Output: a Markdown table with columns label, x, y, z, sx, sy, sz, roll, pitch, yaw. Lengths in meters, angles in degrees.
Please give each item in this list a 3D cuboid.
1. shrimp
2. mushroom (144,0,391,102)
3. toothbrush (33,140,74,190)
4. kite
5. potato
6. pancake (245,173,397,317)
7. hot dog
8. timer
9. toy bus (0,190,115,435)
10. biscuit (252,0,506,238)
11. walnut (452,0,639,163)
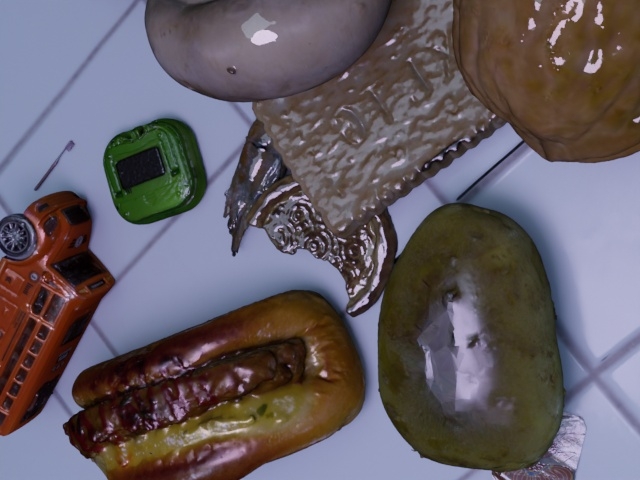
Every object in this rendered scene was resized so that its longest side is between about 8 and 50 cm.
| label | x | y | z | sx | sy | sz | roll | pitch | yaw |
| --- | --- | --- | --- | --- | --- | --- | --- | --- | --- |
| shrimp | -0.052 | -0.074 | 1.328 | 0.126 | 0.047 | 0.223 | 27 | 104 | 9 |
| mushroom | -0.075 | -0.309 | 1.137 | 0.292 | 0.292 | 0.290 | -7 | 133 | 24 |
| toothbrush | -0.377 | -0.104 | 1.484 | 0.008 | 0.006 | 0.097 | 46 | 111 | 9 |
| kite | 0.245 | 0.305 | 1.250 | 0.127 | 0.016 | 0.229 | 6 | 94 | 26 |
| potato | 0.167 | 0.111 | 1.178 | 0.210 | 0.173 | 0.307 | -1 | 93 | 26 |
| pancake | 0.000 | 0.000 | 1.297 | 0.190 | 0.020 | 0.184 | 6 | 97 | 6 |
| hot dog | -0.157 | 0.205 | 1.303 | 0.405 | 0.223 | 0.185 | -22 | 89 | 24 |
| timer | -0.224 | -0.091 | 1.396 | 0.140 | 0.047 | 0.128 | -17 | 88 | 24 |
| toy bus | -0.394 | 0.097 | 1.443 | 0.153 | 0.143 | 0.329 | 32 | 106 | 7 |
| biscuit | 0.093 | -0.171 | 1.233 | 0.325 | 0.044 | 0.217 | -36 | 77 | 13 |
| walnut | 0.281 | -0.239 | 1.025 | 0.306 | 0.306 | 0.344 | 24 | 112 | 20 |
